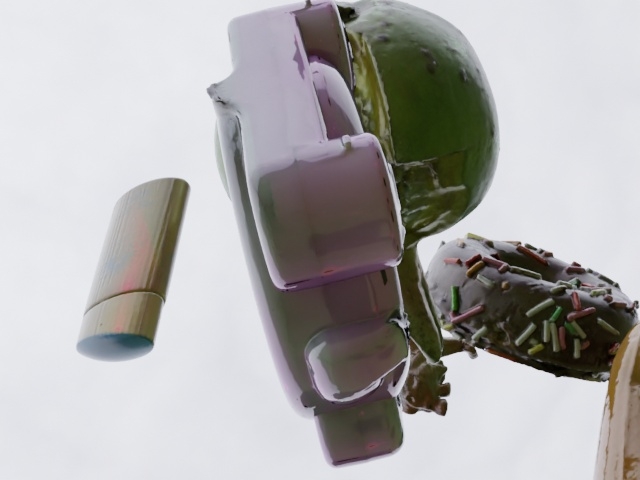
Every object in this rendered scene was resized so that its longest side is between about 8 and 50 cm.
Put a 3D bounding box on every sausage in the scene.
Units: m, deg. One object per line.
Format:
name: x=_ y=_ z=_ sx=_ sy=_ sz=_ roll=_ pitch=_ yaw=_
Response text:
sausage: x=0.320 y=0.213 z=1.022 sx=0.134 sy=0.116 sz=0.353 roll=24 pitch=-129 yaw=-2

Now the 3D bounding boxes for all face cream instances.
face cream: x=-0.253 y=0.043 z=1.481 sx=0.067 sy=0.139 sz=0.285 roll=43 pitch=-143 yaw=-35

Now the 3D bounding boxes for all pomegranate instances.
pomegranate: x=0.040 y=-0.046 z=0.891 sx=0.236 sy=0.236 sz=0.301 roll=-19 pitch=-77 yaw=-28

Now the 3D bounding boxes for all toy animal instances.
toy animal: x=0.125 y=0.140 z=1.710 sx=0.158 sy=0.312 sz=0.097 roll=-36 pitch=-32 yaw=-6

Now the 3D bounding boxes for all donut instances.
donut: x=0.236 y=0.070 z=1.241 sx=0.270 sy=0.270 sz=0.103 roll=11 pitch=-77 yaw=-36

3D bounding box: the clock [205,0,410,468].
clock: x=0.000 y=0.000 z=0.680 sx=0.090 sy=0.227 sz=0.247 roll=-12 pitch=-51 yaw=0
